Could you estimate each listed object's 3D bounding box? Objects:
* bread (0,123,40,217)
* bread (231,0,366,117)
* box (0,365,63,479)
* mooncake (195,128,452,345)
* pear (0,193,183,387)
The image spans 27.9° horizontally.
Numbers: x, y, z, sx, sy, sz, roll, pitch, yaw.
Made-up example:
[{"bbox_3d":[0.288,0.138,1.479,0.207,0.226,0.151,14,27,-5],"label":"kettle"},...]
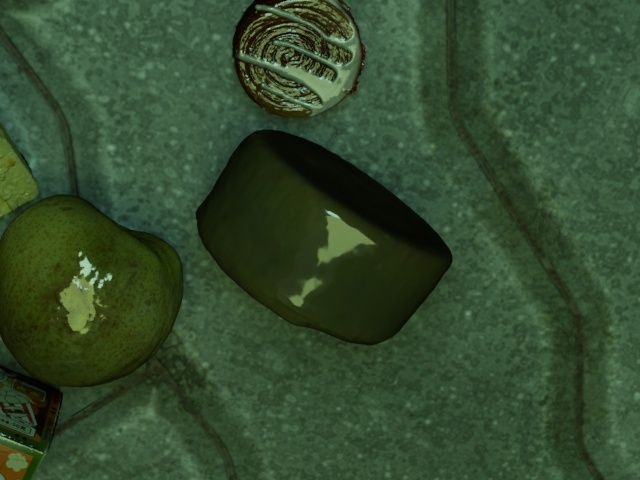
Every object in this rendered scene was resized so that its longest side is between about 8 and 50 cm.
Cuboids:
[{"bbox_3d":[-0.494,-0.092,1.500,0.263,0.198,0.236,-30,141,-4],"label":"bread"},{"bbox_3d":[-0.024,-0.223,1.511,0.160,0.073,0.160,-1,108,-5],"label":"bread"},{"bbox_3d":[-0.439,0.234,1.574,0.195,0.177,0.148,25,104,-12],"label":"box"},{"bbox_3d":[0.000,0.000,1.477,0.284,0.284,0.155,28,105,-13],"label":"mooncake"},{"bbox_3d":[-0.284,0.067,1.524,0.228,0.188,0.211,29,91,-13],"label":"pear"}]
